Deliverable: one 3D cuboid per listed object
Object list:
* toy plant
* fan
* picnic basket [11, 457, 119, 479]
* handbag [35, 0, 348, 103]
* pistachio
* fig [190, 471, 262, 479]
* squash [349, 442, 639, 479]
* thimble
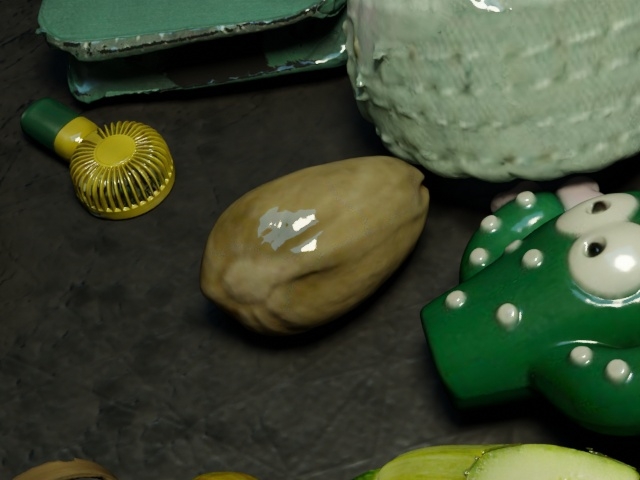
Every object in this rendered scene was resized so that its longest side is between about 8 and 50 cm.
[{"bbox_3d":[0.189,0.034,0.974,0.243,0.113,0.233,-4,44,27],"label":"toy plant"},{"bbox_3d":[-0.186,-0.074,1.183,0.155,0.039,0.082,30,63,30],"label":"fan"},{"bbox_3d":[-0.148,0.203,0.855,0.128,0.178,0.137,-39,48,-24],"label":"picnic basket"},{"bbox_3d":[-0.090,-0.239,1.266,0.268,0.100,0.274,-8,49,9],"label":"handbag"},{"bbox_3d":[0.000,0.000,1.052,0.185,0.126,0.108,-26,94,-15],"label":"pistachio"},{"bbox_3d":[-0.068,0.181,0.925,0.098,0.084,0.082,29,64,34],"label":"fig"},{"bbox_3d":[0.094,0.165,0.912,0.200,0.075,0.090,5,79,16],"label":"squash"},{"bbox_3d":[0.140,-0.155,1.071,0.250,0.172,0.205,-2,30,8],"label":"thimble"}]
